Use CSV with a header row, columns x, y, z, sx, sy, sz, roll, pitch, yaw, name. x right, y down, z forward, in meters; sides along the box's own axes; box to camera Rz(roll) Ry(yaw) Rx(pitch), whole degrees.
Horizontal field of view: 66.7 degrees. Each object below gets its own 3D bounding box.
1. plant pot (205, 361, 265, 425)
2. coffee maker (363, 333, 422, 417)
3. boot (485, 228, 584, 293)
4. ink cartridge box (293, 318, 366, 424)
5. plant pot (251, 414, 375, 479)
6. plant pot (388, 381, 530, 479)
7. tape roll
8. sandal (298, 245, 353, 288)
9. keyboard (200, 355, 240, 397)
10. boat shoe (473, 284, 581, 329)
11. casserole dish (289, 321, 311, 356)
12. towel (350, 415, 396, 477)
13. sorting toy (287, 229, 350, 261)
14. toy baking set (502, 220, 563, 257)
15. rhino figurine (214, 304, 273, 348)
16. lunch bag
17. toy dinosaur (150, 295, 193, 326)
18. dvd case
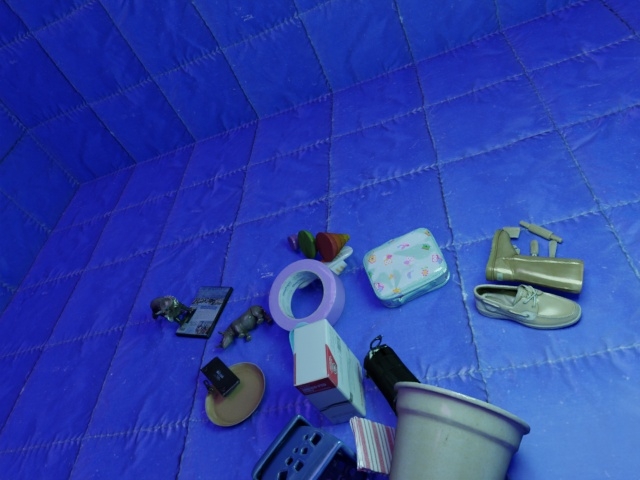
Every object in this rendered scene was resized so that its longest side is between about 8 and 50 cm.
x,y,z,sx,sy,sz,roll,pitch,yaw,name
-0.293,0.539,1.704,0.236,0.032,0.236,-17,43,16,plant pot
0.208,0.404,1.432,0.120,0.171,0.178,-36,41,-6,coffee maker
0.678,0.064,1.535,0.269,0.089,0.236,5,47,27,boot
0.029,0.400,1.469,0.114,0.273,0.197,-21,41,16,ink cartridge box
-0.031,0.629,1.307,0.212,0.236,0.236,18,60,48,plant pot
0.294,0.544,1.158,0.333,0.334,0.305,6,63,35,plant pot
-0.051,0.211,1.787,0.274,0.090,0.275,-11,63,23,tape roll
0.027,0.120,1.912,0.265,0.076,0.102,-36,20,9,sandal
-0.371,0.499,1.752,0.108,0.023,0.180,-40,40,-21,keyboard
0.614,0.188,1.465,0.302,0.098,0.109,6,52,35,boat shoe
-0.037,0.370,1.658,0.114,0.037,0.188,-19,81,16,casserole dish
0.165,0.560,1.301,0.029,0.197,0.144,-46,32,28,towel
0.000,0.000,1.990,0.126,0.127,0.365,-22,13,-28,sorting toy
0.703,0.030,1.631,0.197,0.030,0.256,-45,43,-13,toy baking set
-0.307,0.341,1.885,0.243,0.073,0.106,-36,44,-5,rhino figurine
0.299,0.104,1.718,0.279,0.108,0.224,-26,57,9,lunch bag
-0.648,0.283,2.057,0.313,0.160,0.121,4,54,51,toy dinosaur
-0.493,0.302,2.075,0.180,0.022,0.253,-2,48,28,dvd case
